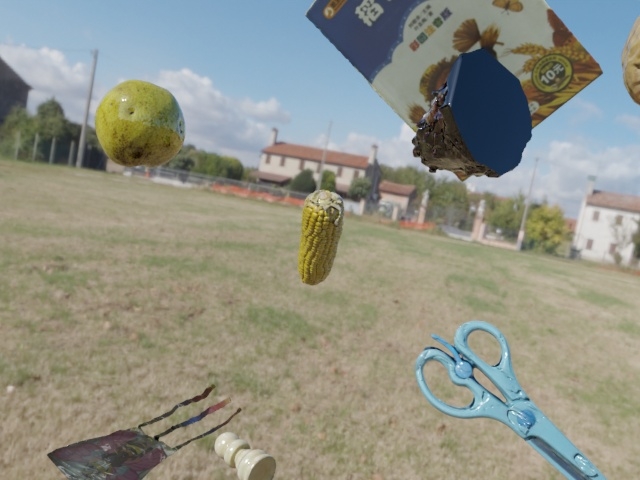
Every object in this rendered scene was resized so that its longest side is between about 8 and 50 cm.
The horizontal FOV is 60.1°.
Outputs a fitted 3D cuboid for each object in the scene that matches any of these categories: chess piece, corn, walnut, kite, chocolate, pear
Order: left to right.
[{"bbox_3d":[-0.402,-0.251,1.242,0.197,0.197,0.197,11,5,-1],"label":"pear"},{"bbox_3d":[-0.339,0.396,1.092,0.204,0.360,0.022,57,4,-39],"label":"kite"},{"bbox_3d":[-0.200,0.544,1.385,0.170,0.094,0.094,16,7,42],"label":"chess piece"},{"bbox_3d":[0.000,0.000,1.300,0.106,0.293,0.106,3,49,-4],"label":"corn"},{"bbox_3d":[0.169,-0.140,0.702,0.156,0.156,0.133,8,-11,-35],"label":"chocolate"},{"bbox_3d":[0.707,-0.372,1.098,0.198,0.245,0.198,11,14,-3],"label":"walnut"}]

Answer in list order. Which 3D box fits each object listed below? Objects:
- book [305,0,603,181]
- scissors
[{"bbox_3d":[0.217,-0.343,0.947,0.428,0.300,0.039,45,34,-7],"label":"book"},{"bbox_3d":[0.333,0.298,0.939,0.393,0.180,0.032,44,-2,24],"label":"scissors"}]
